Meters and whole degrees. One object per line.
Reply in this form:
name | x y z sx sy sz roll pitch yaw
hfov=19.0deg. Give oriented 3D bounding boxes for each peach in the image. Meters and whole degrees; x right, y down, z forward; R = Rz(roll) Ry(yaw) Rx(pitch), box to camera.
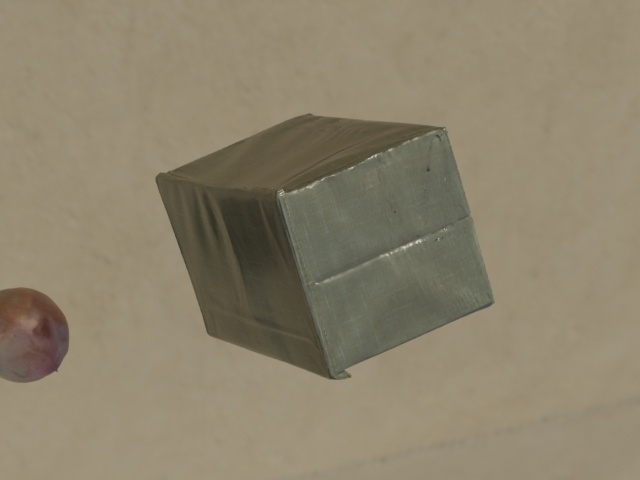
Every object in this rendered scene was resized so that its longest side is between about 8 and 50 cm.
peach | -0.249 0.079 1.608 0.083 0.083 0.083 -29 145 -23

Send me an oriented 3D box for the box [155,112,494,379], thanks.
box | 0.000 0.000 1.477 0.149 0.231 0.155 -23 104 -22
